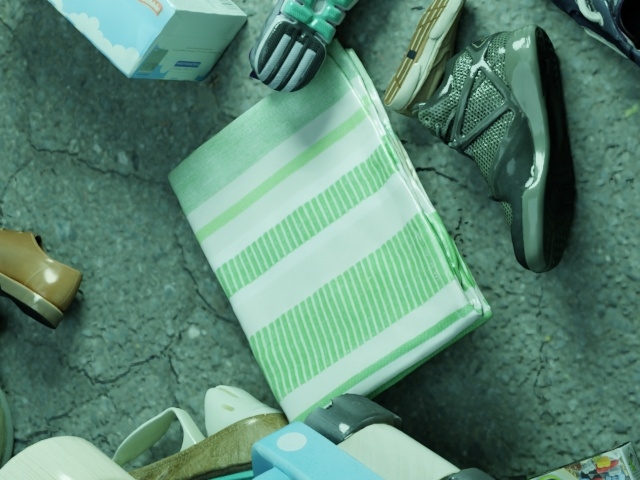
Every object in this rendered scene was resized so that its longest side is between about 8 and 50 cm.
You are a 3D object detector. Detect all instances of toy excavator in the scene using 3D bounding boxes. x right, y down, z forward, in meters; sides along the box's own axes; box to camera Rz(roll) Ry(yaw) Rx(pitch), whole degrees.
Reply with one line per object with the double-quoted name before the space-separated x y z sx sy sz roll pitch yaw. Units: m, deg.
"toy excavator" -0.051 0.291 1.634 0.222 0.445 0.432 30 138 43

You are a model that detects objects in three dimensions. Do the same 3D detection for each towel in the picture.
"towel" 0.000 0.000 1.859 0.248 0.038 0.324 -37 65 23

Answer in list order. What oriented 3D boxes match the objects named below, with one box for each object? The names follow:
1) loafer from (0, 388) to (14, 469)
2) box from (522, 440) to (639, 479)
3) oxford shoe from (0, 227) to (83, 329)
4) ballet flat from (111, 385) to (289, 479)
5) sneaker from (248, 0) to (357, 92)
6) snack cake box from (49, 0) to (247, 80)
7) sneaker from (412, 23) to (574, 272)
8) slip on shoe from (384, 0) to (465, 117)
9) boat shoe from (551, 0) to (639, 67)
"loafer" -0.401 0.262 2.078 0.094 0.087 0.251 17 101 24
"box" 0.217 0.276 1.811 0.207 0.036 0.114 -24 83 25
"oxford shoe" -0.339 0.015 2.054 0.212 0.076 0.076 29 75 23
"ballet flat" -0.120 0.220 1.943 0.342 0.116 0.124 -25 64 29
"sneaker" -0.004 -0.249 1.863 0.083 0.098 0.223 36 87 -20
"snack cake box" -0.217 -0.275 1.918 0.264 0.152 0.089 44 110 17
"sneaker" 0.162 -0.078 1.789 0.130 0.087 0.227 -10 86 28
"slip on shoe" 0.109 -0.179 1.832 0.041 0.051 0.135 25 98 -19
"boat shoe" 0.257 -0.240 1.689 0.341 0.158 0.127 34 107 19
